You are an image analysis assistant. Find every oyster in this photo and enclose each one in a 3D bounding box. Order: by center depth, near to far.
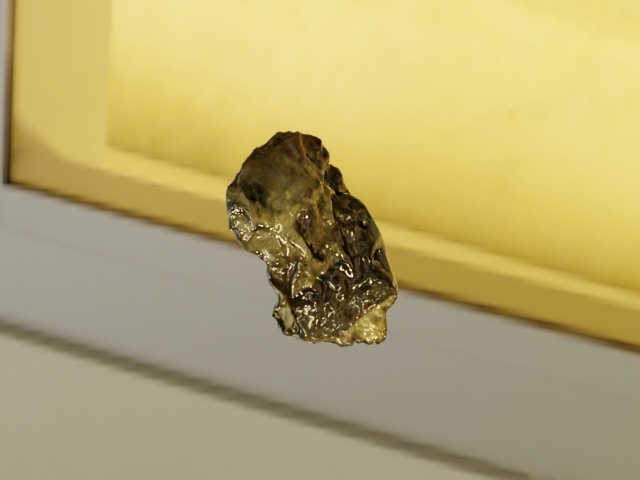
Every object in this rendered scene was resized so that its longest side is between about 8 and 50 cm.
[{"bbox_3d":[0.001,0.003,0.590,0.019,0.083,0.054,5,-138,47],"label":"oyster"}]
